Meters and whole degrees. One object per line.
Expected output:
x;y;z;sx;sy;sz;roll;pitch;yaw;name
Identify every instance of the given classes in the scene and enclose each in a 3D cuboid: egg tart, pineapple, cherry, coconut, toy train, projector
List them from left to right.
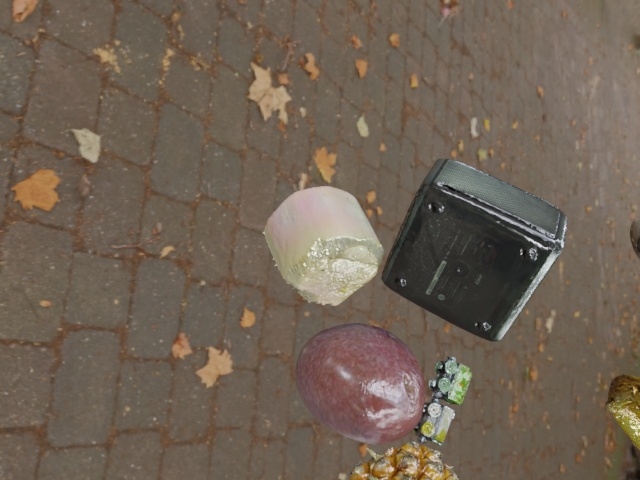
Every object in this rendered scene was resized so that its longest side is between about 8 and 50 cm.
0.000;0.000;1.642;0.297;0.297;0.310;45;14;-46;coconut
0.089;0.286;1.188;0.261;0.307;0.221;10;98;-31;cherry
0.104;0.355;0.842;0.233;0.079;0.135;-24;120;-20;pineapple
0.272;0.359;1.324;0.081;0.060;0.202;29;72;-11;toy train
0.423;0.026;1.703;0.242;0.404;0.395;-49;163;-51;projector
0.531;0.279;0.892;0.090;0.212;0.213;-37;126;-9;egg tart

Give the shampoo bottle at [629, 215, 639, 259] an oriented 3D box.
0.525;0.016;0.881;0.256;0.078;0.127;11;41;-48;shampoo bottle
